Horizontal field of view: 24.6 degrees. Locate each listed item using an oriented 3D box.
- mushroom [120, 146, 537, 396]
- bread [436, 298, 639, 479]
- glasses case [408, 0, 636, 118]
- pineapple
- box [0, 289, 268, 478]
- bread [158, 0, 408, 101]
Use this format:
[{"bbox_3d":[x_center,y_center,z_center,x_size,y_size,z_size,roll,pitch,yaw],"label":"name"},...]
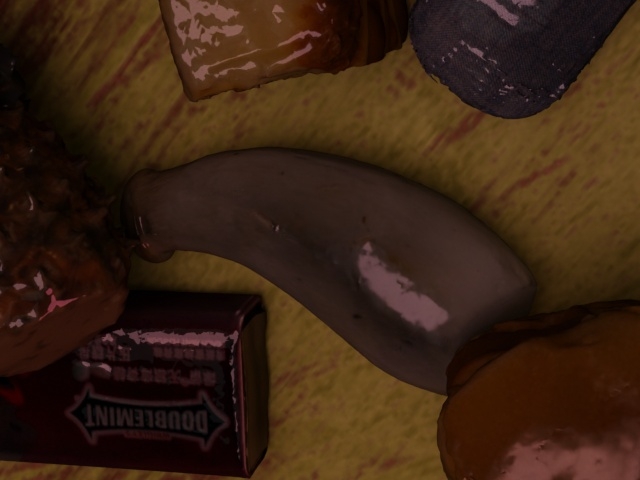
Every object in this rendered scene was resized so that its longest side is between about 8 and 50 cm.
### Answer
[{"bbox_3d":[0.000,0.000,0.907,0.270,0.103,0.118,25,118,15],"label":"mushroom"},{"bbox_3d":[0.239,0.103,0.799,0.344,0.149,0.195,-15,107,1],"label":"bread"},{"bbox_3d":[0.156,-0.197,0.830,0.109,0.067,0.282,32,107,-6],"label":"glasses case"},{"bbox_3d":[-0.227,-0.074,0.907,0.170,0.141,0.310,-35,76,24],"label":"pineapple"},{"bbox_3d":[-0.149,0.092,0.982,0.224,0.069,0.120,3,104,12],"label":"box"},{"bbox_3d":[-0.034,-0.225,0.813,0.114,0.185,0.275,-9,100,20],"label":"bread"}]
